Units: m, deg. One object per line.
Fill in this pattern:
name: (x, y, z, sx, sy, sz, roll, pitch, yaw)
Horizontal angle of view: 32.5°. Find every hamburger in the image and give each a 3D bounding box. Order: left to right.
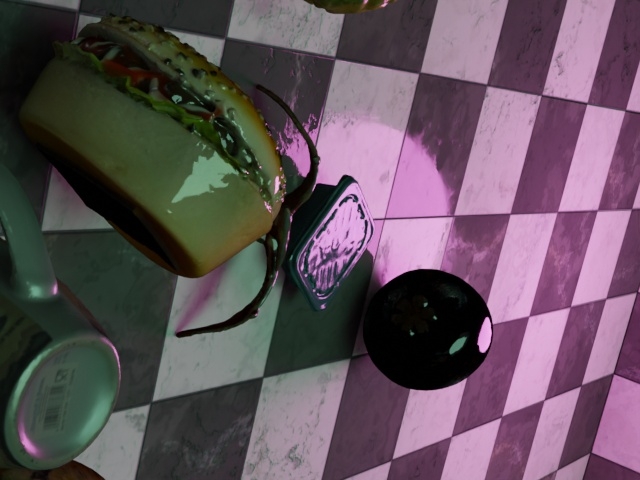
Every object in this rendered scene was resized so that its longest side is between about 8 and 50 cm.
hamburger: (-0.167, -0.099, 1.149, 0.176, 0.300, 0.300, -50, 143, -17)

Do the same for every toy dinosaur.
toy dinosaur: (-0.095, -0.016, 1.472, 0.207, 0.112, 0.327, -87, -161, -59)

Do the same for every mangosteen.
mangosteen: (0.184, 0.156, 1.882, 0.243, 0.243, 0.243, -32, 132, -44)

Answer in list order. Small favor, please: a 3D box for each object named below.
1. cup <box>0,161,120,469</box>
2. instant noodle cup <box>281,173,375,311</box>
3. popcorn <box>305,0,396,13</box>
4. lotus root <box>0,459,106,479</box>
cup: (-0.317, 0.070, 1.052, 0.227, 0.257, 0.301, -12, 115, -56)
instant noodle cup: (0.000, 0.000, 1.651, 0.179, 0.070, 0.157, -56, 146, -21)
popcorn: (0.022, -0.405, 1.330, 0.257, 0.224, 0.270, 24, 104, -33)
lotus root: (-0.327, 0.326, 1.246, 0.193, 0.193, 0.291, -62, 147, -13)
